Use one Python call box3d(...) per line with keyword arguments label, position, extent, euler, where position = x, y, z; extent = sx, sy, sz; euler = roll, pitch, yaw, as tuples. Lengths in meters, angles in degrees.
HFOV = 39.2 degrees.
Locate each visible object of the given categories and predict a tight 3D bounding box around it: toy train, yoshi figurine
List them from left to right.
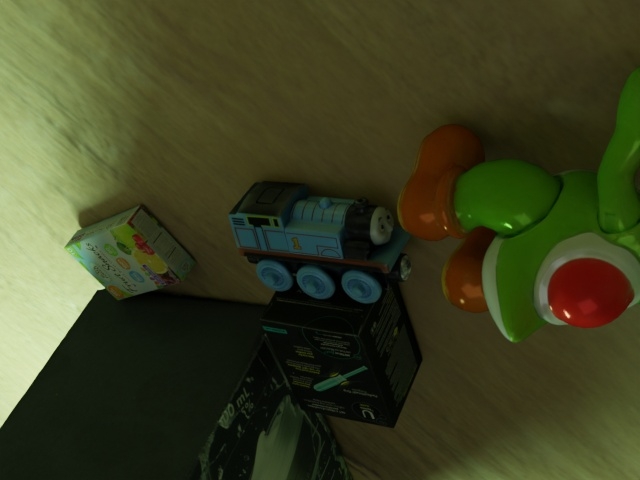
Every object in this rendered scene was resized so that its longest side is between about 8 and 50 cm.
box3d(label="toy train", position=(0.000, 0.000, 0.893), extent=(0.184, 0.080, 0.105), euler=(6, 131, 27))
box3d(label="yoshi figurine", position=(0.249, -0.028, 0.671), extent=(0.362, 0.203, 0.203), euler=(6, 98, 47))

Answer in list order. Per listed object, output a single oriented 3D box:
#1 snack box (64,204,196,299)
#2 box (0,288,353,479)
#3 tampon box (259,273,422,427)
box3d(label="snack box", position=(-0.232, 0.018, 1.089), extent=(0.141, 0.037, 0.100), euler=(-15, 123, 43))
box3d(label="box", position=(-0.195, 0.396, 1.133), extent=(0.297, 0.480, 0.472), euler=(3, 136, 27))
box3d(label="tampon box", position=(0.027, 0.109, 0.976), extent=(0.120, 0.101, 0.161), euler=(6, 138, 27))
